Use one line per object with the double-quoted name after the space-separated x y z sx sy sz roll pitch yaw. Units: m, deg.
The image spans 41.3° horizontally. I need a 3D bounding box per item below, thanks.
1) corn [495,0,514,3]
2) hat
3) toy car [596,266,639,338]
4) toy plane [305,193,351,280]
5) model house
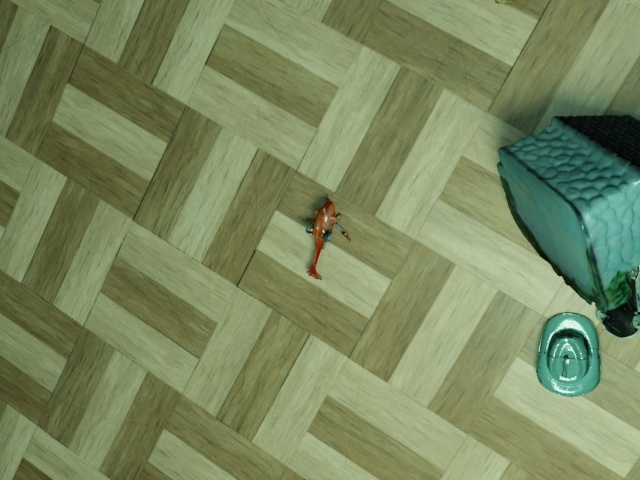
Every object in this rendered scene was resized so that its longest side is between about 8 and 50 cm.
0.398 -0.668 1.782 0.126 0.126 0.335 2 93 18 "corn"
0.540 0.257 1.850 0.138 0.078 0.191 1 96 20 "hat"
0.633 0.112 1.798 0.095 0.056 0.205 6 118 41 "toy car"
-0.006 -0.004 2.013 0.126 0.077 0.194 45 117 18 "toy plane"
0.589 -0.107 1.697 0.339 0.360 0.297 -31 123 -2 "model house"
